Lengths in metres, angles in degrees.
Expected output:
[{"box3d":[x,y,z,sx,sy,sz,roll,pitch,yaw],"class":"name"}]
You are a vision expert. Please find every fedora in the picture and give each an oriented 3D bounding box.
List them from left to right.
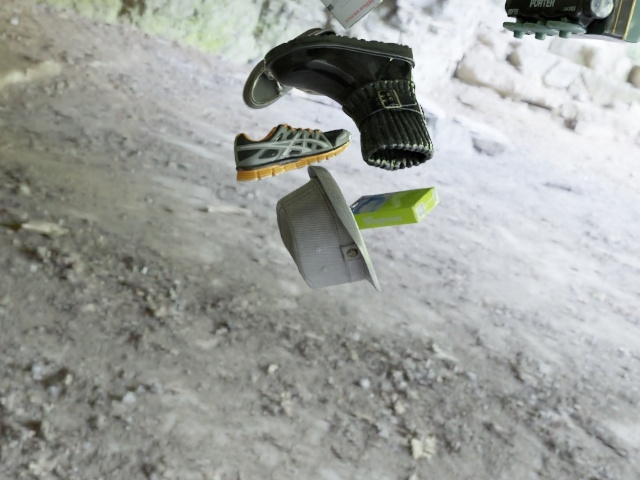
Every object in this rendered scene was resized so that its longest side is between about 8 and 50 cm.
[{"box3d":[0.000,0.000,1.588,0.124,0.275,0.244,-25,46,-5],"class":"fedora"}]

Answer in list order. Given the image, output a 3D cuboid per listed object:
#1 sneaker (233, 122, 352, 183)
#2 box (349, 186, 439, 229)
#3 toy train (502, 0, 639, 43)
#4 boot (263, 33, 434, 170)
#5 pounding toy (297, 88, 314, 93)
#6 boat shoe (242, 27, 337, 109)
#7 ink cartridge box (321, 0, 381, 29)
[{"box3d":[-0.045,-0.158,1.438,0.215,0.083,0.084,-18,5,-23],"class":"sneaker"},{"box3d":[0.141,-0.065,1.782,0.178,0.042,0.109,-6,22,37],"class":"box"},{"box3d":[0.508,-0.463,1.753,0.190,0.142,0.334,9,10,-19],"class":"toy train"},{"box3d":[0.063,-0.278,1.786,0.348,0.260,0.131,-1,-16,-16],"class":"boot"},{"box3d":[-0.038,-0.541,2.894,0.100,0.130,0.141,16,2,-36],"class":"pounding toy"},{"box3d":[-0.083,-0.485,2.394,0.112,0.335,0.095,53,-26,-19],"class":"boat shoe"},{"box3d":[0.053,-0.566,1.941,0.150,0.109,0.063,46,25,-17],"class":"ink cartridge box"}]
